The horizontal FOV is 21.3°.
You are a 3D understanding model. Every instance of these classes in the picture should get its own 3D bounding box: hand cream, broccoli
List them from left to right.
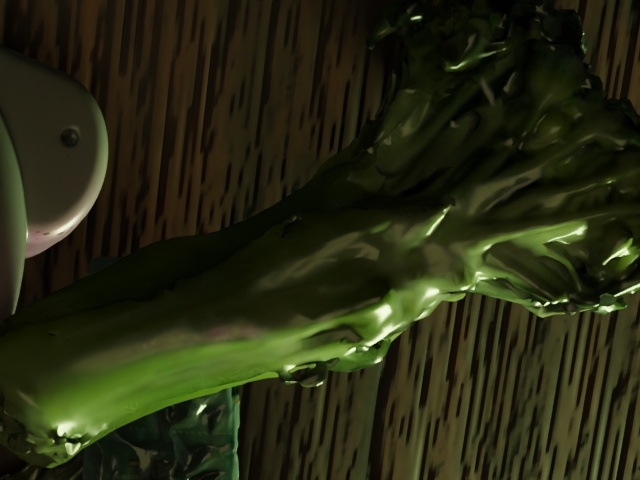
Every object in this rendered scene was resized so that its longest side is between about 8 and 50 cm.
[{"bbox_3d":[-0.071,0.131,0.772,0.075,0.052,0.247,1,89,-4],"label":"hand cream"},{"bbox_3d":[0.000,0.005,0.708,0.304,0.145,0.165,-26,92,-19],"label":"broccoli"}]

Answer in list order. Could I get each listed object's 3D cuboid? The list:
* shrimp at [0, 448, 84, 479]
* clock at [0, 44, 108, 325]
[{"bbox_3d":[-0.076,0.152,0.819,0.217,0.051,0.150,-27,99,-2],"label":"shrimp"},{"bbox_3d":[-0.224,0.011,0.693,0.228,0.090,0.247,23,74,-13],"label":"clock"}]
